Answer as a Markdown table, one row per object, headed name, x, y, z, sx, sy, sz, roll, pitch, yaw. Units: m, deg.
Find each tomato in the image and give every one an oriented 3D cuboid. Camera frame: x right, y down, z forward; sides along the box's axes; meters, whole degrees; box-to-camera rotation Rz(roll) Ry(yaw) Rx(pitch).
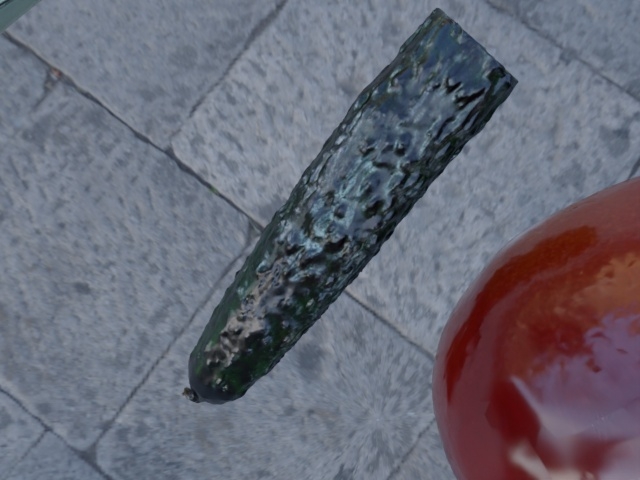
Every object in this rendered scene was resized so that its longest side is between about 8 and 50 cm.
| name | x | y | z | sx | sy | sz | roll | pitch | yaw |
| --- | --- | --- | --- | --- | --- | --- | --- | --- | --- |
| tomato | 0.202 | 0.101 | 0.501 | 0.299 | 0.298 | 0.226 | 29 | 42 | 8 |

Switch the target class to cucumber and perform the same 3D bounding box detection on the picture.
| name | x | y | z | sx | sy | sz | roll | pitch | yaw |
| --- | --- | --- | --- | --- | --- | --- | --- | --- | --- |
| cucumber | 0.000 | 0.000 | 0.570 | 0.067 | 0.067 | 0.293 | 42 | 110 | 9 |

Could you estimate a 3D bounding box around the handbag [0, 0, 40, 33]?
| name | x | y | z | sx | sy | sz | roll | pitch | yaw |
| --- | --- | --- | --- | --- | --- | --- | --- | --- | --- |
| handbag | -0.373 | -0.233 | 0.998 | 0.241 | 0.109 | 0.315 | 2 | 35 | 35 |
